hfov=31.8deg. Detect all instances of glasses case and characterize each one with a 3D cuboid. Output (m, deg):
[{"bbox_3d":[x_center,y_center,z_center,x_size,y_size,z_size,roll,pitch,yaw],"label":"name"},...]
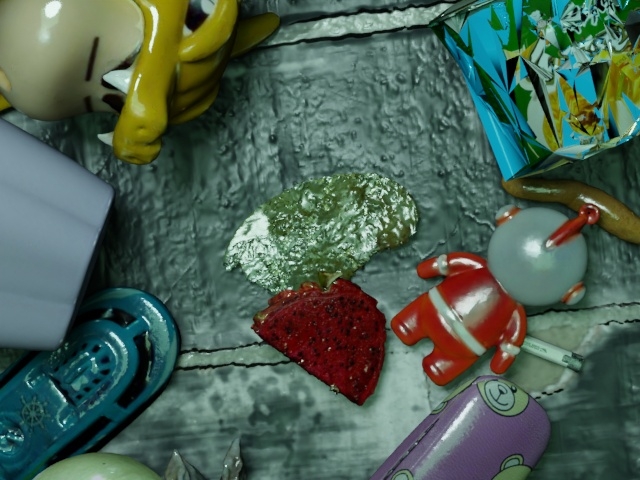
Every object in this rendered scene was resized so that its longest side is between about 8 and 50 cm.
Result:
[{"bbox_3d":[0.108,0.275,1.165,0.123,0.076,0.316,38,96,-24],"label":"glasses case"}]

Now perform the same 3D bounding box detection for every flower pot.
[{"bbox_3d":[-0.341,-0.012,1.116,0.243,0.265,0.265,16,95,-9],"label":"flower pot"}]

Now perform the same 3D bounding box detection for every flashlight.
[{"bbox_3d":[0.235,0.116,1.184,0.083,0.018,0.018,21,93,3],"label":"flashlight"}]

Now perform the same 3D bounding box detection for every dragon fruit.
[{"bbox_3d":[0.003,0.087,1.174,0.162,0.083,0.106,37,86,-24],"label":"dragon fruit"}]

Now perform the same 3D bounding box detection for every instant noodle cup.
[{"bbox_3d":[0.240,-0.180,1.072,0.240,0.240,0.178,-26,99,6],"label":"instant noodle cup"}]

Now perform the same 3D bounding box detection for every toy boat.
[{"bbox_3d":[-0.280,0.172,1.195,0.299,0.092,0.134,-42,86,6],"label":"toy boat"}]

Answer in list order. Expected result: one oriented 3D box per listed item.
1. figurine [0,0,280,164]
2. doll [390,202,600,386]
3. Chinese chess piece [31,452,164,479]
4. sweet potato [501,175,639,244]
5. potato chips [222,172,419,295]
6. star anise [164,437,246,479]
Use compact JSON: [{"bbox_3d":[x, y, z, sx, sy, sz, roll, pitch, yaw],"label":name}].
[{"bbox_3d":[-0.237,-0.283,1.076,0.387,0.268,0.401,30,91,5],"label":"figurine"},{"bbox_3d":[0.187,0.044,1.156,0.245,0.076,0.142,-41,81,10],"label":"doll"},{"bbox_3d":[-0.223,0.336,1.155,0.238,0.092,0.237,8,107,30],"label":"Chinese chess piece"},{"bbox_3d":[0.274,-0.038,1.163,0.179,0.044,0.044,23,95,-1],"label":"sweet potato"},{"bbox_3d":[0.000,0.000,1.194,0.209,0.026,0.142,0,96,5],"label":"potato chips"},{"bbox_3d":[-0.095,0.310,1.188,0.209,0.089,0.231,44,108,-7],"label":"star anise"}]
